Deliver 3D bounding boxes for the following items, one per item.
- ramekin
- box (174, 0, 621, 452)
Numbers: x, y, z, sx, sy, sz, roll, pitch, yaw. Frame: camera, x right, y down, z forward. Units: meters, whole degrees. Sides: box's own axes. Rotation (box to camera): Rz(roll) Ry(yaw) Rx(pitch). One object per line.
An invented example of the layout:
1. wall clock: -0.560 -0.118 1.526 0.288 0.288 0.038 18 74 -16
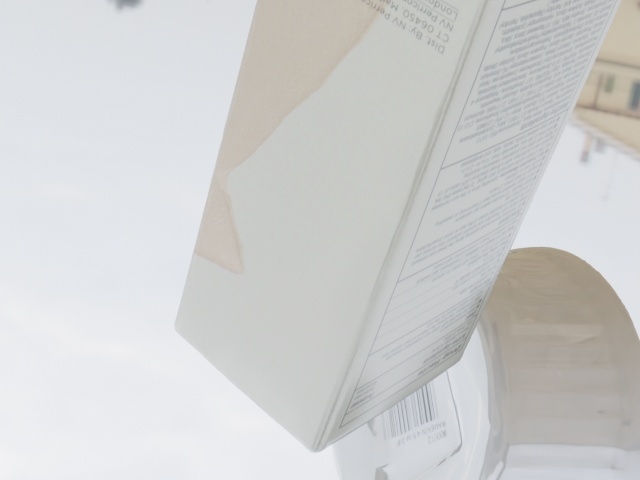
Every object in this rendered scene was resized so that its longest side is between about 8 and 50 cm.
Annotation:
1. ramekin: 0.122 0.136 1.039 0.135 0.277 0.277 7 -167 -30
2. box: 0.039 -0.055 0.660 0.121 0.311 0.148 38 -141 24
